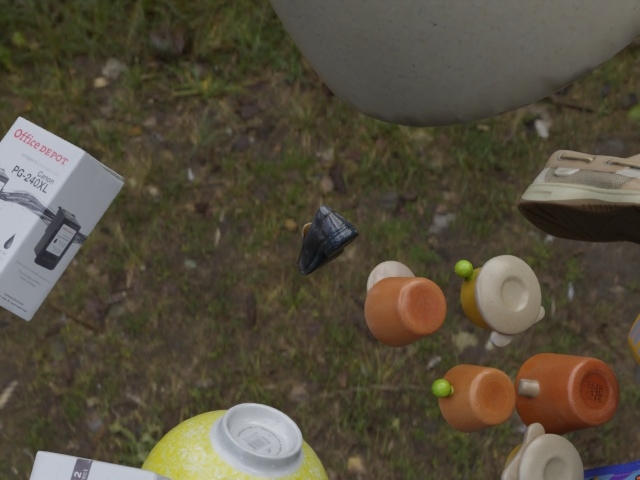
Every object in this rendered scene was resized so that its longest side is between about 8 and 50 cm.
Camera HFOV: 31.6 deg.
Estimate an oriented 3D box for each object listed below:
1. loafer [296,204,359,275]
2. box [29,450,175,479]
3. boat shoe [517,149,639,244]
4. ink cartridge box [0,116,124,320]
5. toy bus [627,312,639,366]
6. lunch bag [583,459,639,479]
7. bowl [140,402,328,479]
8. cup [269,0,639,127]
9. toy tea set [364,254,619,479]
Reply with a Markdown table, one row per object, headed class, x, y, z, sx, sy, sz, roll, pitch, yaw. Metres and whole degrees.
| class | x | y | z | sx | sy | sz | roll | pitch | yaw |
| --- | --- | --- | --- | --- | --- | --- | --- | --- | --- |
| loafer | 0.000 | 0.000 | 1.595 | 0.062 | 0.170 | 0.061 | -32 | 83 | -30 |
| box | -0.177 | 0.293 | 0.981 | 0.119 | 0.182 | 0.181 | 5 | 72 | 21 |
| boat shoe | 0.387 | -0.056 | 1.326 | 0.341 | 0.121 | 0.110 | 12 | 66 | 47 |
| ink cartridge box | -0.260 | -0.022 | 0.996 | 0.109 | 0.063 | 0.150 | 27 | 80 | 38 |
| toy bus | 0.387 | 0.103 | 1.104 | 0.108 | 0.130 | 0.333 | 26 | 14 | -2 |
| lunch bag | 0.296 | 0.377 | 1.290 | 0.138 | 0.293 | 0.221 | 29 | 70 | -17 |
| bowl | -0.103 | 0.322 | 1.574 | 0.289 | 0.156 | 0.289 | 16 | 27 | -8 |
| cup | 0.059 | -0.270 | 0.690 | 0.331 | 0.237 | 0.331 | -20 | 52 | 29 |
| toy tea set | 0.180 | 0.137 | 1.239 | 0.336 | 0.124 | 0.200 | 50 | 62 | -11 |
